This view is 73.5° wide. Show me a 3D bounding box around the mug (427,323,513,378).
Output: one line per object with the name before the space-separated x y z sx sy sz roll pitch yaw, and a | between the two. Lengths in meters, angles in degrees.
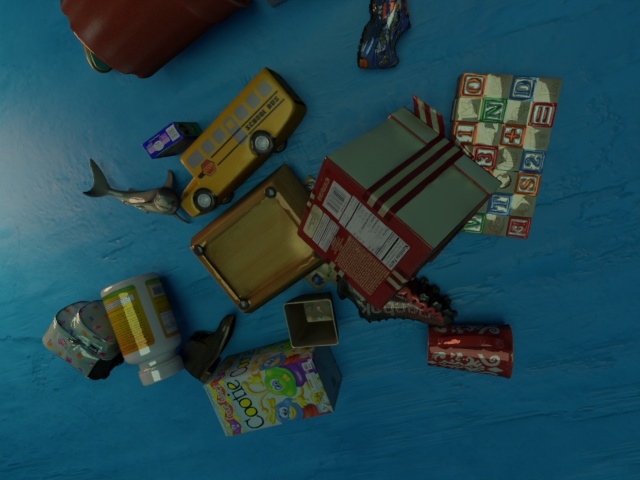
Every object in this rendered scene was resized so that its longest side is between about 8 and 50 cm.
mug | 0.318 0.220 0.926 0.170 0.113 0.150 1 131 15

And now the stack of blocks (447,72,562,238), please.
stack of blocks | 0.335 -0.162 0.838 0.172 0.087 0.296 7 106 9

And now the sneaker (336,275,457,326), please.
sneaker | 0.157 0.130 0.946 0.276 0.097 0.135 25 114 0

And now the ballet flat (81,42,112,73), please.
ballet flat | -0.489 -0.485 0.932 0.073 0.080 0.231 14 106 36

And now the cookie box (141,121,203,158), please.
cookie box | -0.319 -0.220 0.939 0.092 0.107 0.040 -29 99 17

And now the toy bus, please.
toy bus | -0.180 -0.197 0.917 0.333 0.108 0.130 -40 94 17

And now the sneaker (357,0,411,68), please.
sneaker | 0.135 -0.436 0.820 0.087 0.083 0.221 12 112 -6

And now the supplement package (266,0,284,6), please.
supplement package | -0.026 -0.581 0.741 0.263 0.198 0.199 -16 100 14

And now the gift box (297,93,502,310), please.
gift box | 0.129 -0.082 0.774 0.276 0.258 0.255 47 146 10

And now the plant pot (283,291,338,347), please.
plant pot | -0.013 0.172 0.988 0.109 0.096 0.108 -8 104 12

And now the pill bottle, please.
pill bottle | -0.419 0.212 1.032 0.137 0.136 0.245 -22 87 15

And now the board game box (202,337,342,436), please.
board game box | -0.108 0.338 1.024 0.276 0.144 0.141 -19 99 14

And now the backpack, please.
backpack | -0.575 0.233 1.075 0.189 0.166 0.144 28 106 0

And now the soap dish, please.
soap dish | -0.125 0.009 0.947 0.291 0.118 0.228 -36 95 16

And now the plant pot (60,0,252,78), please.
plant pot | -0.319 -0.469 0.808 0.265 0.272 0.272 -32 97 25

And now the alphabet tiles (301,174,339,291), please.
alphabet tiles | 0.000 0.000 0.987 0.237 0.009 0.198 41 108 -2

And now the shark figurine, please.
shark figurine | -0.403 -0.120 1.004 0.279 0.166 0.116 13 81 25

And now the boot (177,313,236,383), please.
boot | -0.291 0.257 1.071 0.106 0.082 0.219 27 110 0
